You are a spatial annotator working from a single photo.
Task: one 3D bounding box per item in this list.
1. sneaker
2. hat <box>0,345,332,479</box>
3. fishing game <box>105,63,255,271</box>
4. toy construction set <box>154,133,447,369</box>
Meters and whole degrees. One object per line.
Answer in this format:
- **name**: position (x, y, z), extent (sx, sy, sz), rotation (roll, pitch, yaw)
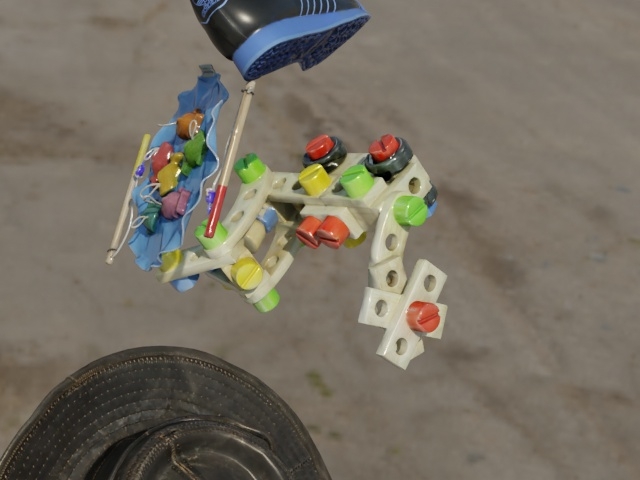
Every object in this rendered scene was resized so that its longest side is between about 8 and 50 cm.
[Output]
- **sneaker**: position (-0.031, -0.199, 1.186), extent (0.090, 0.081, 0.232), rotation (52, 23, 5)
- **hat**: position (-0.079, 0.230, 1.031), extent (0.331, 0.331, 0.134), rotation (-11, -9, -35)
- **fishing game**: position (-0.134, -0.066, 1.222), extent (0.041, 0.189, 0.264), rotation (20, -11, -24)
- **toy construction set**: position (0.000, 0.000, 1.388), extent (0.327, 0.151, 0.215), rotation (19, 58, 39)
